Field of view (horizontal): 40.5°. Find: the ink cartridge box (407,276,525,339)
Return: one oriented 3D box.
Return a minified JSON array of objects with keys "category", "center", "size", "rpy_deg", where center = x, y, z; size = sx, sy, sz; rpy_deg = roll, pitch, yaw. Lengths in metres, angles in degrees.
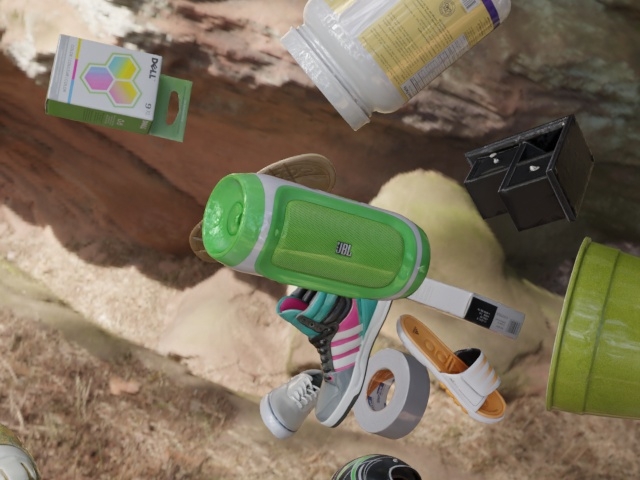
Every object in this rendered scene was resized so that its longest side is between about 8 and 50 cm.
[{"category":"ink cartridge box","center":[0.247,0.118,1.880],"size":[0.176,0.069,0.371],"rpy_deg":[22,0,-36]}]

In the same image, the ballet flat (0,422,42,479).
[{"category":"ballet flat","center":[-0.475,0.423,1.349],"size":[0.123,0.123,0.348],"rpy_deg":[-7,61,-33]}]

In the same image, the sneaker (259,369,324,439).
[{"category":"sneaker","center":[-0.047,0.309,1.716],"size":[0.094,0.091,0.258],"rpy_deg":[48,15,0]}]

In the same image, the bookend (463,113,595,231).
[{"category":"bookend","center":[0.244,-0.071,1.079],"size":[0.072,0.157,0.156],"rpy_deg":[59,37,-18]}]

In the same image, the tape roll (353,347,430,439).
[{"category":"tape roll","center":[0.176,0.384,2.183],"size":[0.072,0.219,0.219],"rpy_deg":[24,34,-30]}]

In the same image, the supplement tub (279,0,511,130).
[{"category":"supplement tub","center":[0.122,-0.366,1.453],"size":[0.241,0.331,0.241],"rpy_deg":[50,8,-10]}]

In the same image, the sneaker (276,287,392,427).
[{"category":"sneaker","center":[0.001,0.167,1.496],"size":[0.178,0.295,0.124],"rpy_deg":[18,2,-16]}]

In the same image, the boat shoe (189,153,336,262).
[{"category":"boat shoe","center":[-0.115,-0.080,1.749],"size":[0.121,0.341,0.110],"rpy_deg":[57,20,-13]}]

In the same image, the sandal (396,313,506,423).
[{"category":"sandal","center":[0.248,0.221,1.552],"size":[0.265,0.076,0.102],"rpy_deg":[43,35,-5]}]

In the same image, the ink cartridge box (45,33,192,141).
[{"category":"ink cartridge box","center":[-0.297,-0.227,1.304],"size":[0.209,0.062,0.109],"rpy_deg":[11,71,-17]}]

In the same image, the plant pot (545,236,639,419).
[{"category":"plant pot","center":[0.664,0.208,1.714],"size":[0.353,0.366,0.366],"rpy_deg":[13,34,21]}]

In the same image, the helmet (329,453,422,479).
[{"category":"helmet","center":[0.086,0.433,1.419],"size":[0.169,0.169,0.161],"rpy_deg":[16,33,-10]}]

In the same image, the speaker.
[{"category":"speaker","center":[0.000,0.000,1.139],"size":[0.297,0.131,0.131],"rpy_deg":[14,38,-34]}]
